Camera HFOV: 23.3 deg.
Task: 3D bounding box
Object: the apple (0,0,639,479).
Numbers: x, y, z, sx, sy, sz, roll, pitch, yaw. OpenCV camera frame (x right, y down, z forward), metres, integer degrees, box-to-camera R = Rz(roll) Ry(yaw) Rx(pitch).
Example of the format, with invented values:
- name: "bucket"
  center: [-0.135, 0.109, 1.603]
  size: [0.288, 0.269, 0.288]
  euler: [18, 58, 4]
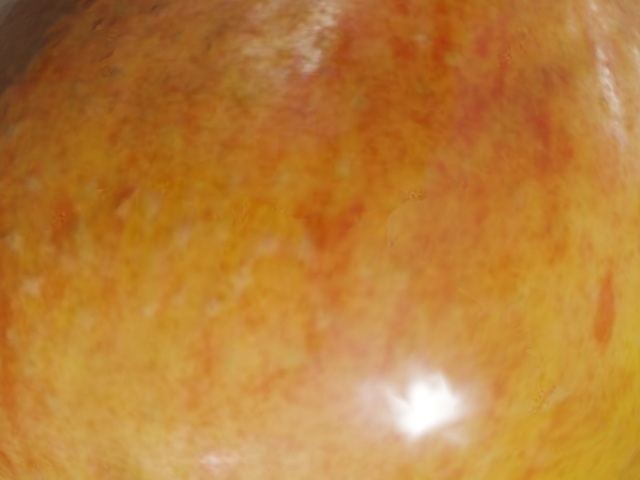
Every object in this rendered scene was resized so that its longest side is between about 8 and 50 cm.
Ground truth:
- name: "apple"
  center: [0.000, 0.000, 0.565]
  size: [0.299, 0.299, 0.275]
  euler: [141, -38, -68]
